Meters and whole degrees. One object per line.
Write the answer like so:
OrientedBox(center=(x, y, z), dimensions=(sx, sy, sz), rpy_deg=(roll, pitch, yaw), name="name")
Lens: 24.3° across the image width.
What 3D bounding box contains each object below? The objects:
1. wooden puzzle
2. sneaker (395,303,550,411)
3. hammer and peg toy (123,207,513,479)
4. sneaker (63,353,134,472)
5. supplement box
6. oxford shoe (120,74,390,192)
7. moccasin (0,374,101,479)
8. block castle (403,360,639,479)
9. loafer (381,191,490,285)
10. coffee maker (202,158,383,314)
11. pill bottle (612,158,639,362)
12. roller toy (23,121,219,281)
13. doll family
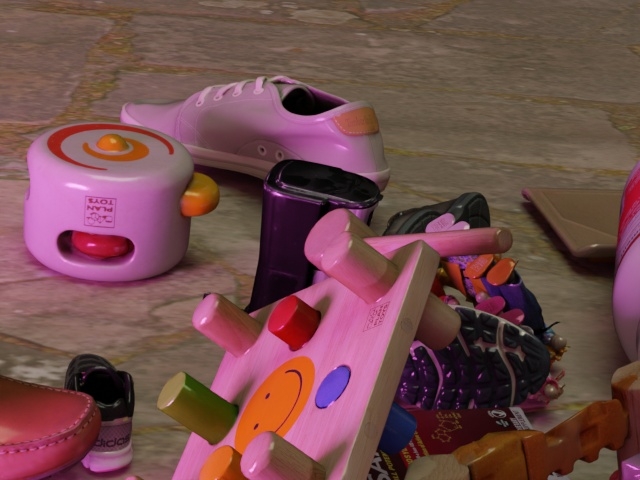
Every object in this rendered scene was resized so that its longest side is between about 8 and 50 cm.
OrientedBox(center=(0.400, -0.016, 1.947), dimensions=(0.220, 0.044, 0.239), rpy_deg=(1, 20, -13), name="wooden puzzle")
OrientedBox(center=(0.090, 0.103, 1.457), dimensions=(0.283, 0.110, 0.122), rpy_deg=(0, 12, 22), name="sneaker")
OrientedBox(center=(-0.008, 0.090, 1.185), dimensions=(0.127, 0.266, 0.361), rpy_deg=(38, 54, -22), name="hammer and peg toy")
OrientedBox(center=(-0.203, 0.140, 1.378), dimensions=(0.063, 0.075, 0.170), rpy_deg=(1, 25, -15), name="sneaker")
OrientedBox(center=(0.083, 0.211, 1.309), dimensions=(0.239, 0.073, 0.130), rpy_deg=(-1, 25, -16), name="supplement box")
OrientedBox(center=(-0.089, -0.158, 1.970), dimensions=(0.449, 0.130, 0.169), rpy_deg=(15, 21, 40), name="oxford shoe")
OrientedBox(center=(-0.374, 0.119, 1.289), dimensions=(0.380, 0.147, 0.139), rpy_deg=(14, 25, 14), name="moccasin")
OrientedBox(center=(0.288, 0.274, 1.038), dimensions=(0.303, 0.213, 0.453), rpy_deg=(-21, 23, -28), name="block castle")
OrientedBox(center=(0.121, 0.002, 1.786), dimensions=(0.084, 0.096, 0.267), rpy_deg=(-3, 10, 29), name="loafer")
OrientedBox(center=(-0.031, 0.013, 1.584), dimensions=(0.171, 0.178, 0.120), rpy_deg=(1, 24, -13), name="coffee maker")
OrientedBox(center=(0.432, 0.037, 1.602), dimensions=(0.229, 0.229, 0.408), rpy_deg=(11, 25, 8), name="pill bottle")
OrientedBox(center=(-0.240, -0.052, 1.705), dimensions=(0.191, 0.146, 0.209), rpy_deg=(-18, 35, -42), name="roller toy")
OrientedBox(center=(0.190, 0.066, 1.569), dimensions=(0.118, 0.163, 0.263), rpy_deg=(-43, 43, -10), name="doll family")
